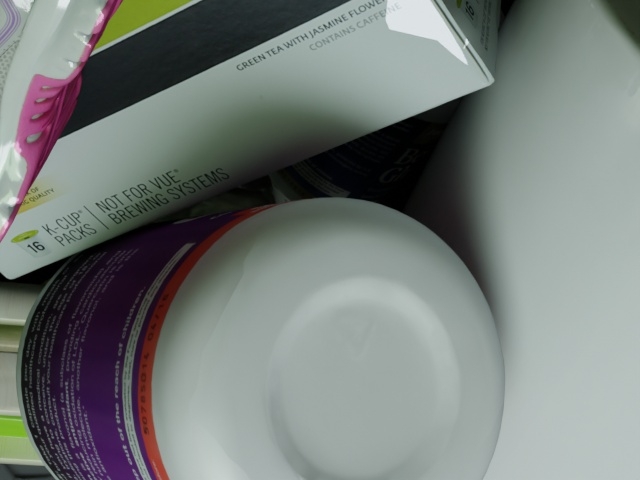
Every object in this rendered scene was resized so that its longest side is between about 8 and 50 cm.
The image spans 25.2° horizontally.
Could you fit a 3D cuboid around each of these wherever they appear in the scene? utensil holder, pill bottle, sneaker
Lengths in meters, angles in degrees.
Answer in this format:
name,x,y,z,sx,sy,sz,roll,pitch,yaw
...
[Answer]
name,x,y,z,sx,sy,sz,roll,pitch,yaw
utensil holder,0.201,0.022,0.829,0.328,0.327,0.385,18,133,-6
pill bottle,0.040,-0.094,0.905,0.094,0.094,0.169,28,133,-16
pill bottle,-0.056,0.075,0.789,0.181,0.181,0.323,36,162,-23
sneaker,-0.167,-0.082,0.655,0.111,0.103,0.252,26,127,-9

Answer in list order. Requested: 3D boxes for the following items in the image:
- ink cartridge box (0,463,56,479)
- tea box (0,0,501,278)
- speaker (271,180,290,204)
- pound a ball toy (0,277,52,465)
name,x,y,z,sx,sy,sz,roll,pitch,yaw
ink cartridge box,-0.143,0.332,1.326,0.270,0.151,0.395,-7,134,18
tea box,-0.121,-0.198,0.749,0.329,0.220,0.323,-20,128,27
speaker,0.000,0.000,1.034,0.055,0.055,0.136,0,134,11
pound a ball toy,-0.169,0.074,1.059,0.319,0.135,0.208,4,152,-8
